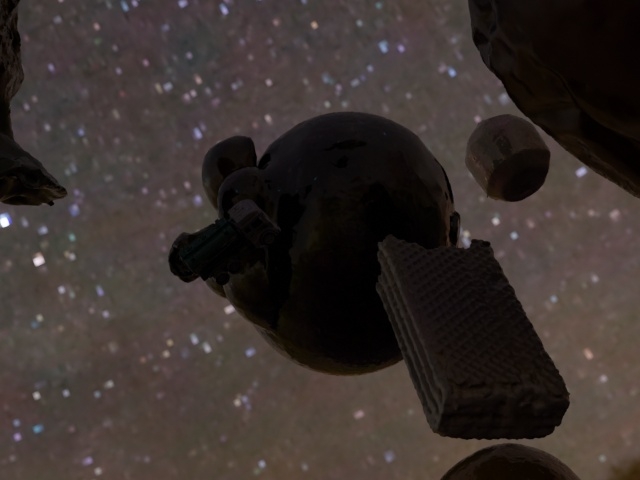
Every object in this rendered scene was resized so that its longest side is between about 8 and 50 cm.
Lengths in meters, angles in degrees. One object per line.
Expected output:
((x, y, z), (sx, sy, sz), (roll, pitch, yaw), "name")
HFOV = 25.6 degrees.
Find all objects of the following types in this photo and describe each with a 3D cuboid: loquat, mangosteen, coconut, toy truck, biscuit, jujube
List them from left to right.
((-0.079, 0.001, 1.217), (0.083, 0.039, 0.044), (-40, -54, -1), "toy truck")
((0.014, 0.002, 1.684), (0.330, 0.330, 0.330), (-22, -29, -13), "mangosteen")
((0.120, 0.077, 1.171), (0.108, 0.239, 0.062), (2, -59, -13), "biscuit")
((0.247, -0.116, 1.902), (0.110, 0.124, 0.110), (-18, -35, -13), "coconut")
((0.169, 0.253, 1.198), (0.149, 0.172, 0.204), (-38, 11, 27), "loquat")
((0.320, -0.178, 1.260), (0.276, 0.377, 0.276), (-53, -10, -14), "jujube")

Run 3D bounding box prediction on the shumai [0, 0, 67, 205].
((-0.467, -0.121, 1.494), (0.395, 0.348, 0.395), (-14, -10, -2), "shumai")
